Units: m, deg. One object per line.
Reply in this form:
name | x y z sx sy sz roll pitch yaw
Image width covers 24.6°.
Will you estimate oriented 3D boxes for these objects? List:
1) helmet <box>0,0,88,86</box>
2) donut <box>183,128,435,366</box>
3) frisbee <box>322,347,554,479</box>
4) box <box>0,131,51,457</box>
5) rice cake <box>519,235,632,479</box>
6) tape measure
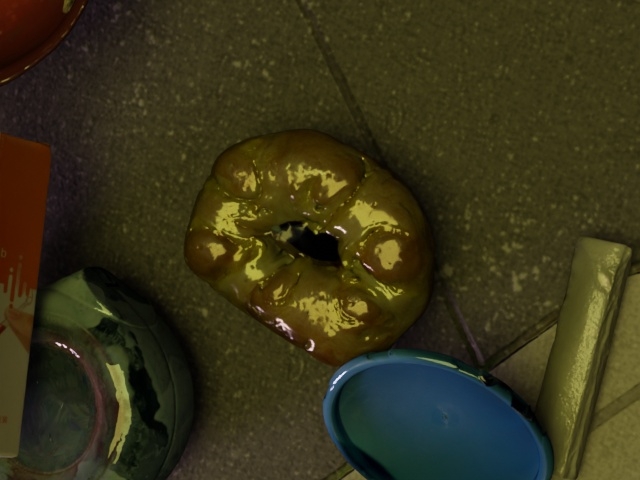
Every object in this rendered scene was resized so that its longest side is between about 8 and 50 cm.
helmet | -0.410 -0.306 1.556 0.385 0.230 0.337 -15 92 0
donut | 0.000 0.000 1.502 0.261 0.128 0.208 35 103 13
frisbee | 0.120 0.189 1.471 0.242 0.045 0.242 15 135 16
box | -0.410 0.040 1.473 0.143 0.225 0.341 -2 79 37
rice cake | 0.256 0.122 1.464 0.057 0.052 0.256 15 98 20
tape measure | -0.267 0.167 1.597 0.256 0.147 0.275 -21 83 25
